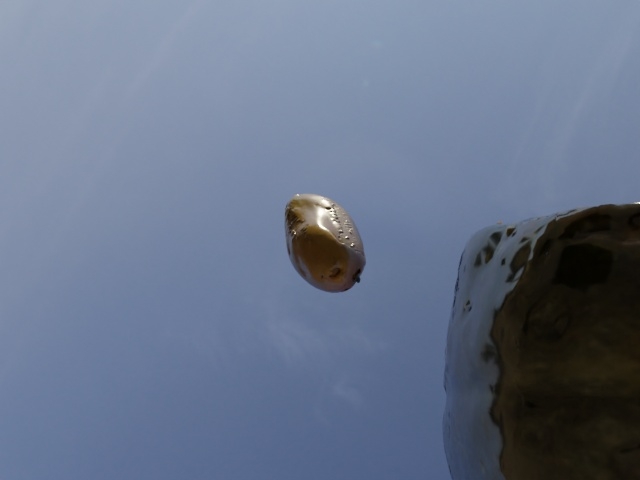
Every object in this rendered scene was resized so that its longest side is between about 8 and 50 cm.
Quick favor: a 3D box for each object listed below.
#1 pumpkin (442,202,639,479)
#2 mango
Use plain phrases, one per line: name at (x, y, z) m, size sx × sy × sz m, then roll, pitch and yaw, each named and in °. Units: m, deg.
pumpkin at (0.205, 0.100, 0.523) m, size 0.256 × 0.303 × 0.226 m, roll -1°, pitch -106°, yaw 14°
mango at (0.000, 0.000, 1.650) m, size 0.151 × 0.156 × 0.249 m, roll -33°, pitch -128°, yaw 9°
